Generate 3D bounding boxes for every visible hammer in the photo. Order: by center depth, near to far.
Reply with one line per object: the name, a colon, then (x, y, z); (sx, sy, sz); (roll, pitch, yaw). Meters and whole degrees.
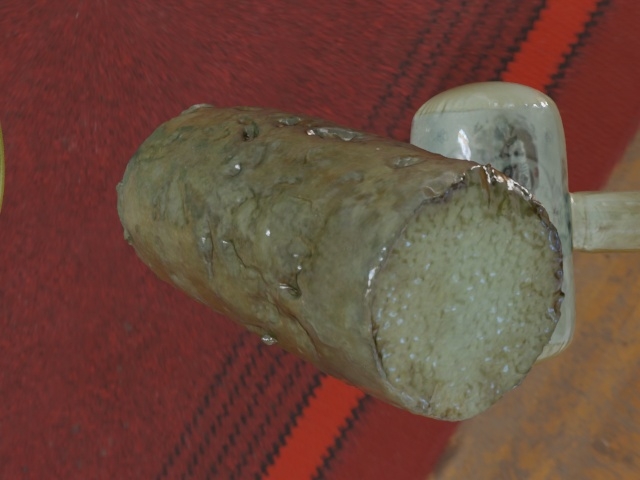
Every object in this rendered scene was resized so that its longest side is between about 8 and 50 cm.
hammer: (0.217, -0.015, 0.991); (0.305, 0.113, 0.202); (-3, 92, -6)

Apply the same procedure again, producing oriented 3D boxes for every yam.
yam: (0.000, 0.000, 0.614); (0.107, 0.194, 0.107); (-14, 113, -36)

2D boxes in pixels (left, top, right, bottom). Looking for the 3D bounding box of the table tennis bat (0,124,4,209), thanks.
table tennis bat: (-0.337, -0.048, 1.063); (0.054, 0.369, 0.224); (-20, 75, -45)
